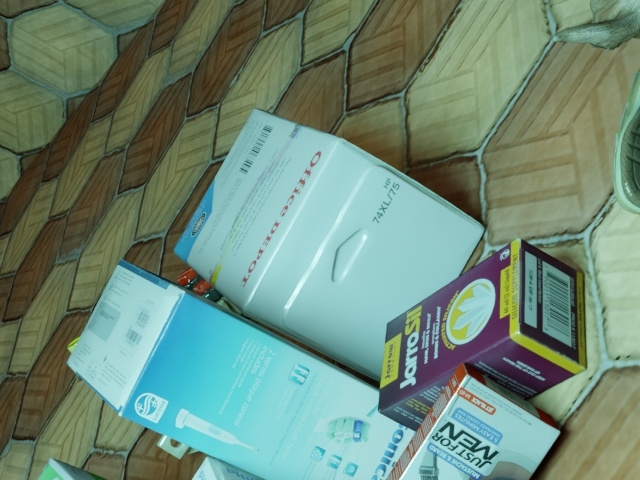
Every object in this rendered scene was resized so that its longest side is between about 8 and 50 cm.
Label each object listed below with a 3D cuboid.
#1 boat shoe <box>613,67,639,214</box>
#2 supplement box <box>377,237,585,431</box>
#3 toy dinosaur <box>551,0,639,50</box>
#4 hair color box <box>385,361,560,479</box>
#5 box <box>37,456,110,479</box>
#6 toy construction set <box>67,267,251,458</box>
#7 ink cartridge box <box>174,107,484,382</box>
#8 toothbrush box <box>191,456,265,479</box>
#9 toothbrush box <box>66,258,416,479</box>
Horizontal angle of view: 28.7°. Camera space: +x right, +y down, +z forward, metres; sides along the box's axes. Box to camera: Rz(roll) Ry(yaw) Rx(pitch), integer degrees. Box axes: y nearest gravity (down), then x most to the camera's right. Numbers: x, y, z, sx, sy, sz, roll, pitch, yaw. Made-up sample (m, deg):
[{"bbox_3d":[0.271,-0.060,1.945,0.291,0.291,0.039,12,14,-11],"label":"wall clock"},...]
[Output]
[{"bbox_3d":[0.284,-0.091,1.078,0.190,0.068,0.072,-63,9,-32],"label":"boat shoe"},{"bbox_3d":[0.142,0.093,1.120,0.188,0.081,0.104,-37,34,42],"label":"supplement box"},{"bbox_3d":[0.294,-0.243,1.086,0.296,0.127,0.200,-48,21,-11],"label":"toy dinosaur"},{"bbox_3d":[0.113,0.198,1.038,0.167,0.093,0.053,-59,2,7],"label":"hair color box"},{"bbox_3d":[-0.178,0.348,1.286,0.127,0.231,0.262,-64,24,-7],"label":"box"},{"bbox_3d":[-0.202,0.144,1.647,0.215,0.151,0.327,-39,30,-11],"label":"toy construction set"},{"bbox_3d":[0.000,0.000,1.353,0.198,0.197,0.270,-60,24,1],"label":"ink cartridge box"},{"bbox_3d":[-0.076,0.366,1.098,0.283,0.206,0.122,-58,24,6],"label":"toothbrush box"},{"bbox_3d":[-0.070,0.147,1.215,0.126,0.295,0.216,-62,23,-5],"label":"toothbrush box"}]
